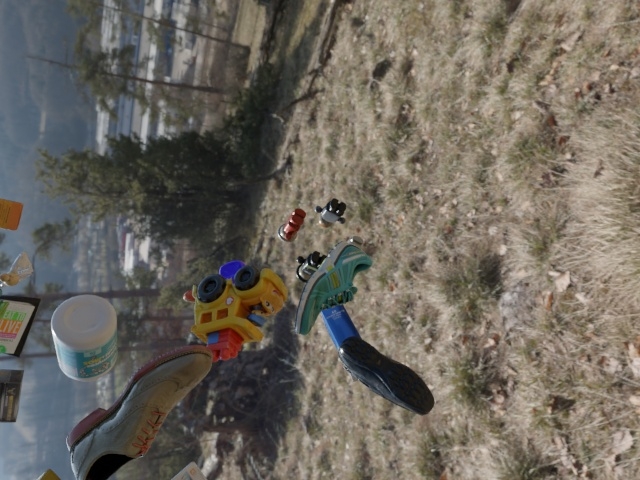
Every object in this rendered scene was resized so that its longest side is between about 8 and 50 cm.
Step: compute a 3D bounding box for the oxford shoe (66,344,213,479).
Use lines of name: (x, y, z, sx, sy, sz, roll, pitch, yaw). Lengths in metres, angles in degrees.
oxford shoe: (-0.331, 0.342, 0.926, 0.348, 0.123, 0.130, -42, 48, 7)

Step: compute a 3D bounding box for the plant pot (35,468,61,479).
plant pot: (-0.464, 0.444, 0.785, 0.081, 0.081, 0.083, 48, 174, -1)

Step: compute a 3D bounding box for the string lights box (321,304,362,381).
string lights box: (0.072, 0.295, 1.515, 0.259, 0.077, 0.133, -120, 9, -45)

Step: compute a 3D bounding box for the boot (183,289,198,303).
boot: (-0.466, 0.205, 1.914, 0.084, 0.158, 0.059, 98, 167, -49)

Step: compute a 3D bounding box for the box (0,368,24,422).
box: (-1.110, 0.522, 1.616, 0.231, 0.183, 0.056, -63, 32, 31)

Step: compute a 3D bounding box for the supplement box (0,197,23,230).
supplement box: (-0.877, -0.086, 1.191, 0.078, 0.233, 0.080, 9, 86, 50)

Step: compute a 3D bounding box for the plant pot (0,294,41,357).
plant pot: (-1.017, 0.258, 1.531, 0.188, 0.167, 0.187, -12, 62, 53)

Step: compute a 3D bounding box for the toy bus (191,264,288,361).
toy bus: (-0.198, 0.188, 1.161, 0.220, 0.149, 0.211, -16, 47, 15)

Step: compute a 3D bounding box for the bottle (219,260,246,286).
bottle: (-0.313, 0.182, 2.010, 0.118, 0.283, 0.092, -18, 58, 10)

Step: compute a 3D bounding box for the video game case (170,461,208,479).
video game case: (-0.294, 0.609, 1.020, 0.183, 0.201, 0.023, 49, 133, 10)

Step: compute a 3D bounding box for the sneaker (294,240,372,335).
sneaker: (0.029, 0.114, 1.150, 0.110, 0.275, 0.107, 30, 151, 14)

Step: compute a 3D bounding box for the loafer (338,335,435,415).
loafer: (0.132, 0.284, 0.998, 0.223, 0.076, 0.078, 32, 140, 24)

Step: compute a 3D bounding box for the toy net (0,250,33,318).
toy net: (-0.634, 0.112, 0.968, 0.122, 0.045, 0.232, -52, 22, 24)

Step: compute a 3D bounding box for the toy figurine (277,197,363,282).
toy figurine: (0.000, 0.000, 1.415, 0.213, 0.210, 0.148, 62, 151, 13)

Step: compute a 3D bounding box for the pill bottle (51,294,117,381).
pill bottle: (-0.607, 0.269, 1.257, 0.264, 0.146, 0.146, 114, 144, -46)

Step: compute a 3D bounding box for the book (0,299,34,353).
book: (-0.885, 0.242, 1.357, 0.035, 0.096, 0.144, 16, 82, 26)
